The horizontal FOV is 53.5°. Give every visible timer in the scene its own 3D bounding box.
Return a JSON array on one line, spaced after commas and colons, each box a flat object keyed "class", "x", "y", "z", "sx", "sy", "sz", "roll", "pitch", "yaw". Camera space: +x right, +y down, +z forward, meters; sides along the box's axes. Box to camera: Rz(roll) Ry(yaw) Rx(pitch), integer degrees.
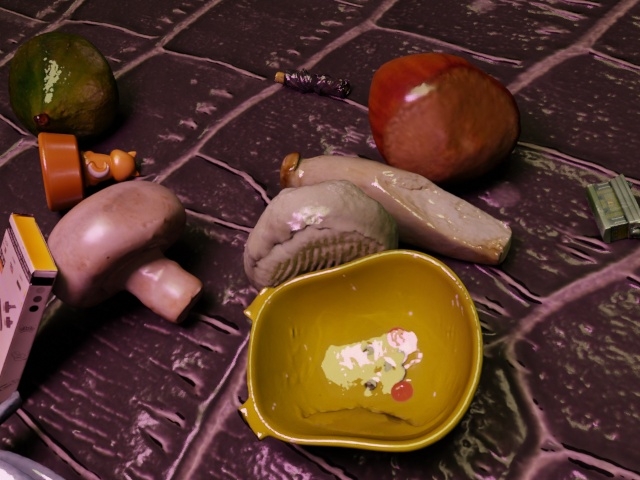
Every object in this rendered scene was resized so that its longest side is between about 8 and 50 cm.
[{"class": "timer", "x": -0.387, "y": -0.122, "z": 1.075, "sx": 0.152, "sy": 0.132, "sz": 0.132, "roll": -8, "pitch": 45, "yaw": -21}]

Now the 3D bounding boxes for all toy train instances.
[{"class": "toy train", "x": 0.374, "y": -0.039, "z": 0.804, "sx": 0.056, "sy": 0.038, "sz": 0.093, "roll": -14, "pitch": 49, "yaw": 14}]

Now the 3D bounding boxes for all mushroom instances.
[{"class": "mushroom", "x": 0.089, "y": -0.050, "z": 0.855, "sx": 0.333, "sy": 0.107, "sz": 0.087, "roll": 16, "pitch": 49, "yaw": 28}, {"class": "mushroom", "x": -0.263, "y": 0.019, "z": 0.882, "sx": 0.206, "sy": 0.209, "sz": 0.206, "roll": -38, "pitch": 29, "yaw": 26}]

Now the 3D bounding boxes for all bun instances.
[{"class": "bun", "x": 0.000, "y": 0.000, "z": 0.781, "sx": 0.195, "sy": 0.195, "sz": 0.118, "roll": -12, "pitch": 53, "yaw": 8}]

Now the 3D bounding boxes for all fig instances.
[{"class": "fig", "x": -0.475, "y": -0.246, "z": 1.119, "sx": 0.203, "sy": 0.203, "sz": 0.235, "roll": -6, "pitch": 34, "yaw": 13}]

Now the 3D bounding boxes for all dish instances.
[{"class": "dish", "x": 0.049, "y": 0.137, "z": 0.708, "sx": 0.262, "sy": 0.108, "sz": 0.221, "roll": -9, "pitch": 57, "yaw": 12}]

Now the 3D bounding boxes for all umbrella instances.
[{"class": "umbrella", "x": -0.015, "y": -0.280, "z": 1.122, "sx": 0.144, "sy": 0.037, "sz": 0.040, "roll": 16, "pitch": 72, "yaw": 25}]

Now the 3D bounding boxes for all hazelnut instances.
[{"class": "hazelnut", "x": 0.163, "y": -0.162, "z": 0.890, "sx": 0.210, "sy": 0.210, "sz": 0.186, "roll": 3, "pitch": 76, "yaw": 19}]

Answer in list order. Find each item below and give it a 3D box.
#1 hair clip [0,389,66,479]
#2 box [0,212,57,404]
[{"class": "hair clip", "x": -0.403, "y": 0.316, "z": 0.609, "sx": 0.318, "sy": 0.392, "sz": 0.238, "roll": -41, "pitch": 77, "yaw": -19}, {"class": "box", "x": -0.408, "y": 0.100, "z": 0.833, "sx": 0.129, "sy": 0.033, "sz": 0.247, "roll": 45, "pitch": 118, "yaw": 39}]
